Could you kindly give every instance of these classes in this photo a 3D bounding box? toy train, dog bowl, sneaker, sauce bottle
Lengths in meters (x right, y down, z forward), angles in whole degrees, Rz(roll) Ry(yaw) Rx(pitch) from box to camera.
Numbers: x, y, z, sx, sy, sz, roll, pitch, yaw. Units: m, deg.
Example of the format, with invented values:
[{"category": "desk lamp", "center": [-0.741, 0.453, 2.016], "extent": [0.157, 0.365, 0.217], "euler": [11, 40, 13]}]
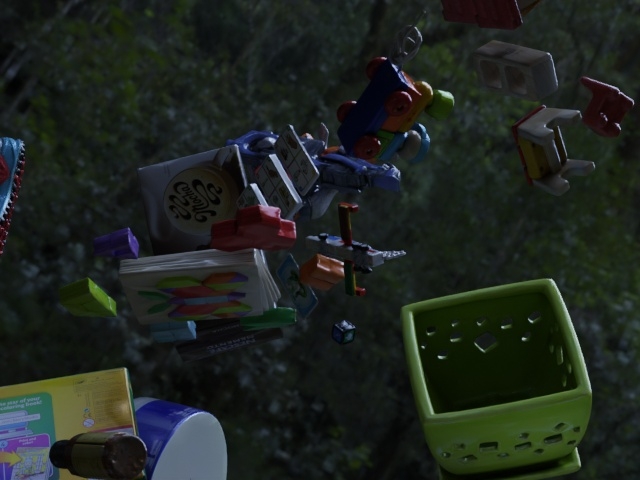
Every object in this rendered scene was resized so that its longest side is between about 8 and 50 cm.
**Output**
[{"category": "toy train", "center": [0.143, -0.222, 1.811], "extent": [0.143, 0.105, 0.248], "euler": [12, -53, -34]}, {"category": "dog bowl", "center": [-0.240, 0.366, 1.756], "extent": [0.104, 0.264, 0.265], "euler": [8, -27, 21]}, {"category": "sneaker", "center": [-0.531, -0.049, 1.826], "extent": [0.125, 0.261, 0.104], "euler": [11, -39, -8]}, {"category": "sauce bottle", "center": [-0.196, 0.185, 1.044], "extent": [0.042, 0.042, 0.128], "euler": [39, -26, -26]}]

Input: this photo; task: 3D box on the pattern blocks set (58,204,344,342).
[{"category": "pattern blocks set", "center": [-0.121, 0.049, 1.220], "extent": [0.286, 0.026, 0.325], "euler": [-10, -20, 12]}]

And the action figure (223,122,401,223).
[{"category": "action figure", "center": [0.019, -0.102, 2.110], "extent": [0.341, 0.330, 0.178], "euler": [19, -53, 32]}]

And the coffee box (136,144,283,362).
[{"category": "coffee box", "center": [-0.173, 0.020, 1.887], "extent": [0.168, 0.297, 0.119], "euler": [-13, -24, -1]}]

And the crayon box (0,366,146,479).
[{"category": "crayon box", "center": [-0.336, 0.244, 1.324], "extent": [0.279, 0.165, 0.081], "euler": [-8, -49, -11]}]

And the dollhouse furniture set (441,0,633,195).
[{"category": "dollhouse furniture set", "center": [0.304, -0.278, 1.663], "extent": [0.152, 0.201, 0.374], "euler": [26, -35, 53]}]

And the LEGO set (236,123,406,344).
[{"category": "LEGO set", "center": [0.000, 0.000, 1.479], "extent": [0.244, 0.060, 0.182], "euler": [60, -37, 18]}]

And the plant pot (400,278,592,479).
[{"category": "plant pot", "center": [0.243, 0.215, 1.672], "extent": [0.228, 0.227, 0.207], "euler": [-10, -48, 3]}]
